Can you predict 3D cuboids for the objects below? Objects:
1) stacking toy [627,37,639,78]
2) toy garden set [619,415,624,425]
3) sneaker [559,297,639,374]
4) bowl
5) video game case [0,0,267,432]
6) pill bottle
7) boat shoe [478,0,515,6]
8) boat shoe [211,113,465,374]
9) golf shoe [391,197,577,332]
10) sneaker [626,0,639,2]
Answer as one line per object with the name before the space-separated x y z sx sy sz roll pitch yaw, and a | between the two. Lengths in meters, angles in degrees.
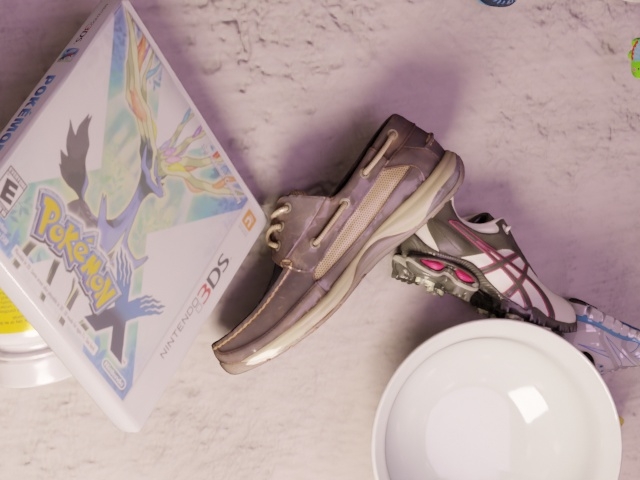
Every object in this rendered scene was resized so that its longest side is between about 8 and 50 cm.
stacking toy | 0.464 -0.302 1.935 0.167 0.052 0.221 -14 127 -45
toy garden set | 0.270 0.267 1.996 0.204 0.049 0.244 38 80 -30
sneaker | 0.377 0.142 2.029 0.191 0.071 0.083 24 94 -23
bowl | 0.195 0.237 1.872 0.298 0.134 0.297 0 90 -8
video game case | -0.197 -0.024 1.579 0.300 0.036 0.329 -60 136 -31
pill bottle | -0.297 0.033 1.580 0.119 0.119 0.208 -17 107 -26
boat shoe | 0.216 -0.395 1.807 0.109 0.089 0.258 -5 102 -29
boat shoe | 0.000 0.000 1.760 0.355 0.132 0.130 -44 92 -13
golf shoe | 0.215 0.034 1.889 0.273 0.105 0.120 25 80 -32
sneaker | 0.378 -0.417 1.894 0.153 0.094 0.235 -45 118 -16
